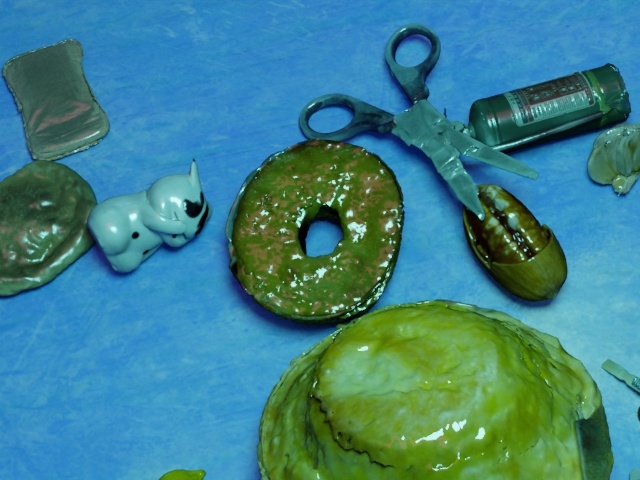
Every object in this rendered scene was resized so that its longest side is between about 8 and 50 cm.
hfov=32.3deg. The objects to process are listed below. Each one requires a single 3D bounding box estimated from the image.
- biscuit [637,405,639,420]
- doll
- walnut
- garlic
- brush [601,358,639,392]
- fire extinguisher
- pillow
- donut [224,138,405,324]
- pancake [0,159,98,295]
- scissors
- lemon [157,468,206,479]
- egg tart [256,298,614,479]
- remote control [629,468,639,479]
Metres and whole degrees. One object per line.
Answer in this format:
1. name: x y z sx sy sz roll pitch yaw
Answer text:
1. biscuit: 0.496 0.190 1.455 0.124 0.026 0.175 40 73 22
2. doll: -0.244 -0.029 1.584 0.180 0.110 0.107 -21 47 -5
3. walnut: 0.260 -0.003 1.522 0.115 0.116 0.207 -29 61 -9
4. garlic: 0.434 -0.130 1.592 0.113 0.094 0.074 -28 32 -9
5. brush: 0.408 0.182 1.461 0.016 0.013 0.083 -48 50 -8
6. fire extinguisher: 0.299 -0.180 1.619 0.294 0.093 0.118 -15 48 -3
7. pillow: -0.417 -0.223 1.738 0.135 0.034 0.211 -19 65 -9
8. donut: 0.000 0.000 1.556 0.272 0.107 0.272 -4 66 8
9. pancake: -0.446 -0.023 1.635 0.236 0.042 0.223 -8 60 0
10. scissors: 0.156 -0.164 1.593 0.256 0.029 0.383 -41 50 -6
11. lemon: -0.184 0.330 1.424 0.065 0.065 0.092 39 78 21
12. egg tart: 0.128 0.205 1.337 0.443 0.178 0.443 -7 41 6
13. remote control: 0.414 0.367 1.373 0.061 0.029 0.162 6 60 6
